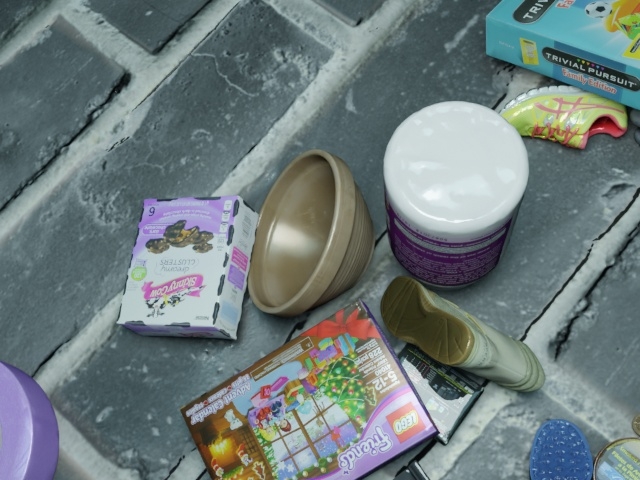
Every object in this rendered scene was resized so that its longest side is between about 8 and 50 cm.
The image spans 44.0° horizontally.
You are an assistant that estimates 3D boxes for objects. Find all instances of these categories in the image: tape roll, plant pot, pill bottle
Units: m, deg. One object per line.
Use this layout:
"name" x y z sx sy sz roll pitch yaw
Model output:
"tape roll" -0.511 0.293 1.098 0.274 0.090 0.275 -2 69 5
"plant pot" 0.000 0.000 1.108 0.109 0.237 0.238 19 67 -29
"pill bottle" 0.167 -0.037 1.024 0.169 0.301 0.169 -2 69 5

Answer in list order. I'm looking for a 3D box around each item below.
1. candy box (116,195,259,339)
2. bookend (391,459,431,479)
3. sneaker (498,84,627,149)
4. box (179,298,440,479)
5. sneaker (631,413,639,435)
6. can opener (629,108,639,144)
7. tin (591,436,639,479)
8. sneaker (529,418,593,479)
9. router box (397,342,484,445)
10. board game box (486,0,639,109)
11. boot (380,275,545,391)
"candy box" -0.190 0.039 1.145 0.164 0.070 0.196 -1 68 23
"bookend" 0.079 0.351 0.966 0.156 0.157 0.072 -36 69 -8
"sneaker" 0.359 -0.176 1.174 0.208 0.081 0.094 -12 70 2
"box" -0.018 0.239 1.050 0.293 0.057 0.201 -32 69 5
"sneaker" 0.471 0.251 1.024 0.118 0.067 0.042 0 68 39
"can opener" 0.571 -0.248 1.194 0.283 0.076 0.095 -35 37 -6
"tin" 0.430 0.331 0.996 0.189 0.040 0.106 41 83 19
"sneaker" 0.301 0.343 0.990 0.081 0.090 0.232 2 48 9
"router box" 0.146 0.205 1.077 0.122 0.038 0.092 35 77 18
"board game box" 0.453 -0.321 1.154 0.336 0.079 0.254 30 64 30
"boot" 0.186 0.127 1.064 0.077 0.165 0.213 -63 30 5
